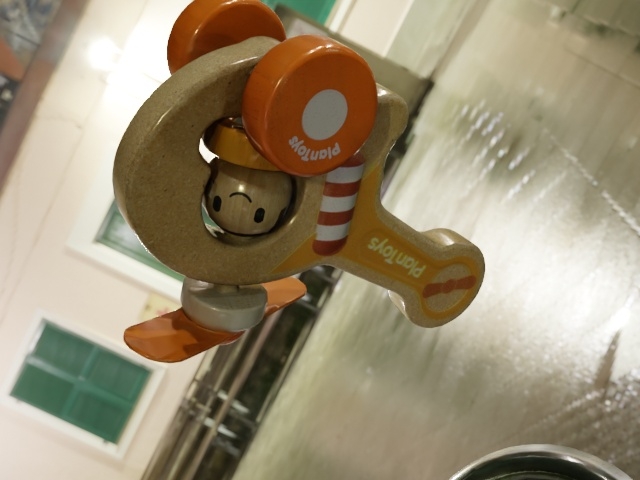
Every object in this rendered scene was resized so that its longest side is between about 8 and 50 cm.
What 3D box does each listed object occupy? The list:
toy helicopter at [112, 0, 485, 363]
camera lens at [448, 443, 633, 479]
[{"bbox_3d":[0.000,0.000,0.711,0.235,0.355,0.140,-57,44,5],"label":"toy helicopter"},{"bbox_3d":[0.207,0.311,0.843,0.219,0.219,0.274,-65,-31,-17],"label":"camera lens"}]
